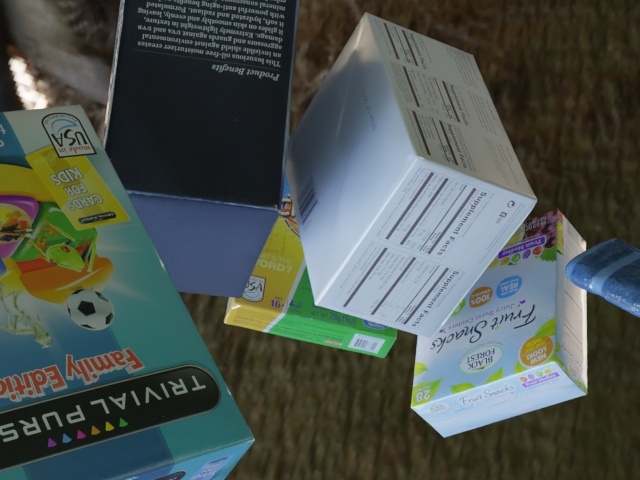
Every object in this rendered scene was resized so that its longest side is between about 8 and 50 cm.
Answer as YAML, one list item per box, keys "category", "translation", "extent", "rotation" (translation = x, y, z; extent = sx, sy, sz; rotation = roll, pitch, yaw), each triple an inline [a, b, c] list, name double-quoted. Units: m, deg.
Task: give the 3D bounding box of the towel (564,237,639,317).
- category: "towel"
  translation: [0.277, 0.032, 1.154]
  extent: [0.119, 0.067, 0.029]
  rotation: [33, 145, 57]

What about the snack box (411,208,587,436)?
- category: "snack box"
  translation: [0.190, 0.086, 1.355]
  extent: [0.174, 0.207, 0.070]
  rotation: [-24, 130, 31]

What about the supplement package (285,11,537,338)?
- category: "supplement package"
  translation: [0.082, -0.069, 1.345]
  extent: [0.145, 0.262, 0.204]
  rotation: [18, 125, -24]

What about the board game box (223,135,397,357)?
- category: "board game box"
  translation: [0.000, 0.000, 1.896]
  extent: [0.242, 0.317, 0.064]
  rotation: [13, 145, -9]

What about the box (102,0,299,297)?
- category: "box"
  translation: [-0.133, -0.123, 1.330]
  extent: [0.182, 0.294, 0.296]
  rotation: [8, 161, -9]

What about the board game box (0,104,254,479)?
- category: "board game box"
  translation: [-0.237, 0.056, 0.971]
  extent: [0.253, 0.336, 0.079]
  rotation: [-12, 151, -38]
